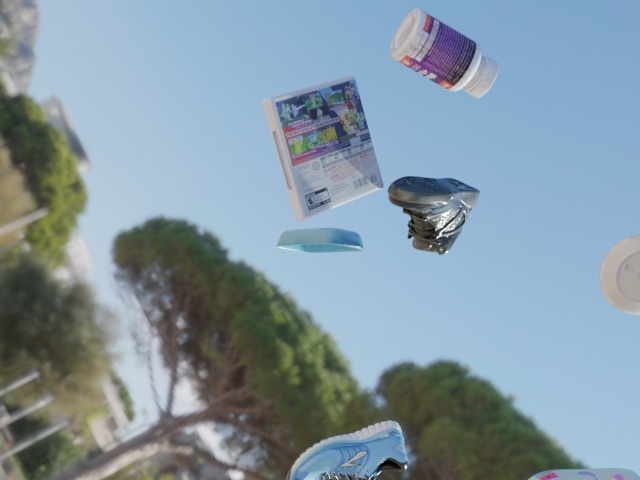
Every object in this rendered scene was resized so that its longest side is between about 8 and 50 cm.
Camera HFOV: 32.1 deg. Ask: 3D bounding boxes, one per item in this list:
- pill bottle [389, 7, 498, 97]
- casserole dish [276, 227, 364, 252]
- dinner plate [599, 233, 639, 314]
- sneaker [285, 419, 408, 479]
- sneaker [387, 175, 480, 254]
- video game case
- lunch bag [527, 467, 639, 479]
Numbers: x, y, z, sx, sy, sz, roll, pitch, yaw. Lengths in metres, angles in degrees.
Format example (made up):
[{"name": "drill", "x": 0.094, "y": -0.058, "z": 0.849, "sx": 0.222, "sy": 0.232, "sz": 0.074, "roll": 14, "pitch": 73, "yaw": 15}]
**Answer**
[{"name": "pill bottle", "x": 0.238, "y": -0.351, "z": 2.120, "sx": 0.194, "sy": 0.108, "sz": 0.108, "roll": 27, "pitch": -10, "yaw": -17}, {"name": "casserole dish", "x": 0.000, "y": 0.000, "z": 2.175, "sx": 0.188, "sy": 0.114, "sz": 0.036, "roll": -4, "pitch": -101, "yaw": 42}, {"name": "dinner plate", "x": 0.538, "y": 0.059, "z": 1.862, "sx": 0.017, "sy": 0.141, "sz": 0.141, "roll": -90, "pitch": 157, "yaw": -77}, {"name": "sneaker", "x": 0.035, "y": 0.274, "z": 1.346, "sx": 0.063, "sy": 0.162, "sz": 0.073, "roll": 104, "pitch": -35, "yaw": -58}, {"name": "sneaker", "x": 0.173, "y": -0.037, "z": 1.807, "sx": 0.087, "sy": 0.228, "sz": 0.130, "roll": 26, "pitch": -77, "yaw": 29}, {"name": "video game case", "x": 0.007, "y": -0.142, "z": 1.669, "sx": 0.023, "sy": 0.201, "sz": 0.183, "roll": -9, "pitch": -80, "yaw": 43}, {"name": "lunch bag", "x": 0.415, "y": 0.487, "z": 1.715, "sx": 0.108, "sy": 0.224, "sz": 0.279, "roll": -115, "pitch": -153, "yaw": -73}]
